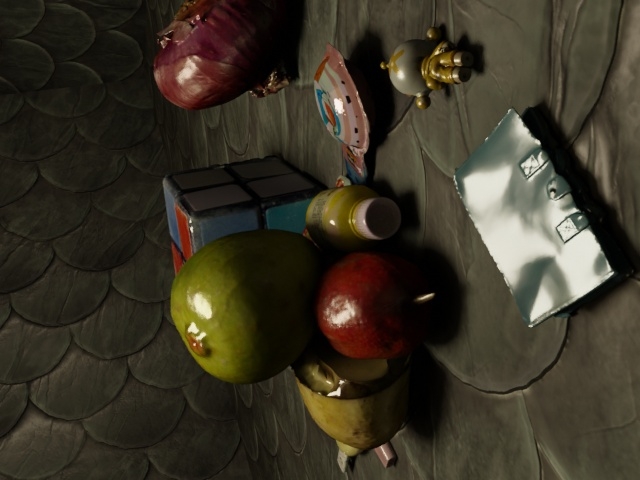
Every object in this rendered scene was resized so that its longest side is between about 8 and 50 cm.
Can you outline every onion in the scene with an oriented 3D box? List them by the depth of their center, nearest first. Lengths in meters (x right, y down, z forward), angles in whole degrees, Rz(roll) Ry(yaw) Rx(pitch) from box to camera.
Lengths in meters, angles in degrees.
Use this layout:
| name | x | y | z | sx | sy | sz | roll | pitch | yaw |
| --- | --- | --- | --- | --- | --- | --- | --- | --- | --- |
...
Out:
| name | x | y | z | sx | sy | sz | roll | pitch | yaw |
| --- | --- | --- | --- | --- | --- | --- | --- | --- | --- |
| onion | -0.185 | -0.409 | 1.371 | 0.285 | 0.348 | 0.347 | 39 | 171 | -20 |

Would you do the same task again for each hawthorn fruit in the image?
| name | x | y | z | sx | sy | sz | roll | pitch | yaw |
| --- | --- | --- | --- | --- | --- | --- | --- | --- | --- |
| hawthorn fruit | 0.099 | 0.104 | 1.019 | 0.251 | 0.189 | 0.190 | -3 | 100 | 56 |

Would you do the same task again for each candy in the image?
| name | x | y | z | sx | sy | sz | roll | pitch | yaw |
| --- | --- | --- | --- | --- | --- | --- | --- | --- | --- |
| candy | 0.001 | 0.001 | 1.294 | 0.086 | 0.059 | 0.292 | 47 | 124 | 32 |

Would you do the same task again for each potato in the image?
| name | x | y | z | sx | sy | sz | roll | pitch | yaw |
| --- | --- | --- | --- | --- | --- | --- | --- | --- | --- |
| potato | 0.065 | 0.267 | 1.174 | 0.285 | 0.242 | 0.243 | 23 | 123 | 56 |

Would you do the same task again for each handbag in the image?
| name | x | y | z | sx | sy | sz | roll | pitch | yaw |
| --- | --- | --- | --- | --- | --- | --- | --- | --- | --- |
| handbag | 0.245 | -0.028 | 0.725 | 0.221 | 0.057 | 0.144 | 69 | 152 | 25 |

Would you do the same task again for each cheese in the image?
| name | x | y | z | sx | sy | sz | roll | pitch | yaw |
| --- | --- | --- | --- | --- | --- | --- | --- | --- | --- |
| cheese | 0.049 | -0.206 | 1.116 | 0.189 | 0.074 | 0.286 | -121 | 13 | -46 |
| cheese | 0.064 | 0.478 | 1.520 | 0.127 | 0.050 | 0.256 | -123 | 27 | -42 |

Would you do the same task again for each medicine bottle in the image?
| name | x | y | z | sx | sy | sz | roll | pitch | yaw |
| --- | --- | --- | --- | --- | --- | --- | --- | --- | --- |
| medicine bottle | 0.062 | -0.037 | 1.107 | 0.212 | 0.121 | 0.122 | -179 | 77 | -70 |

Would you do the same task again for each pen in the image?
| name | x | y | z | sx | sy | sz | roll | pitch | yaw |
| --- | --- | --- | --- | --- | --- | --- | --- | --- | --- |
| pen | 0.106 | 0.396 | 1.382 | 0.053 | 0.032 | 0.197 | 97 | 150 | -44 |

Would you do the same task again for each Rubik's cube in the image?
| name | x | y | z | sx | sy | sz | roll | pitch | yaw |
| --- | --- | --- | --- | --- | --- | --- | --- | --- | --- |
| Rubik's cube | -0.172 | 0.007 | 1.492 | 0.313 | 0.316 | 0.319 | -140 | 41 | -58 |

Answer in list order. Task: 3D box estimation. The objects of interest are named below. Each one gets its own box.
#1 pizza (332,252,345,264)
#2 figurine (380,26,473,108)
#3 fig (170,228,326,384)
| name | x | y | z | sx | sy | sz | roll | pitch | yaw |
| --- | --- | --- | --- | --- | --- | --- | --- | --- | --- |
| pizza | 0.020 | 0.105 | 1.359 | 0.182 | 0.062 | 0.161 | 52 | 123 | 34 |
| figurine | 0.143 | -0.227 | 0.855 | 0.143 | 0.068 | 0.101 | 56 | 135 | 44 |
| fig | -0.106 | 0.099 | 1.129 | 0.258 | 0.326 | 0.258 | 14 | 118 | 28 |
